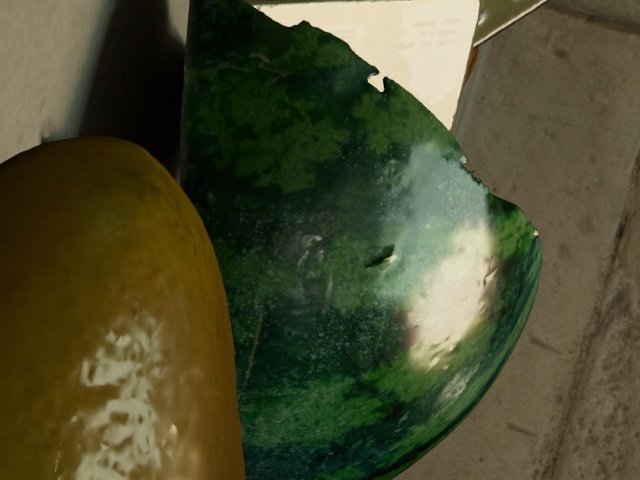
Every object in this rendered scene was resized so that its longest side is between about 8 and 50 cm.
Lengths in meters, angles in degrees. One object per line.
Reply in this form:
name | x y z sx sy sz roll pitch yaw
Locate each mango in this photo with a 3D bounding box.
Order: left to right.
mango | -0.113 0.138 0.700 0.253 0.182 0.365 -41 148 -73

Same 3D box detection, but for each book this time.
book | 0.000 -0.037 1.224 0.215 0.025 0.283 -7 123 -34

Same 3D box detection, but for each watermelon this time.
watermelon | 0.028 0.019 1.034 0.292 0.222 0.319 142 -54 -83

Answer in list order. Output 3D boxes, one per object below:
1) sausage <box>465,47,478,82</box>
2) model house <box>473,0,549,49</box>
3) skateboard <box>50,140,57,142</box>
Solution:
sausage | 0.078 -0.177 1.586 0.136 0.120 0.241 -24 -142 56
model house | 0.059 -0.268 1.338 0.205 0.218 0.278 61 -9 -22
skateboard | -0.121 -0.009 0.833 0.151 0.067 0.080 77 20 -85
